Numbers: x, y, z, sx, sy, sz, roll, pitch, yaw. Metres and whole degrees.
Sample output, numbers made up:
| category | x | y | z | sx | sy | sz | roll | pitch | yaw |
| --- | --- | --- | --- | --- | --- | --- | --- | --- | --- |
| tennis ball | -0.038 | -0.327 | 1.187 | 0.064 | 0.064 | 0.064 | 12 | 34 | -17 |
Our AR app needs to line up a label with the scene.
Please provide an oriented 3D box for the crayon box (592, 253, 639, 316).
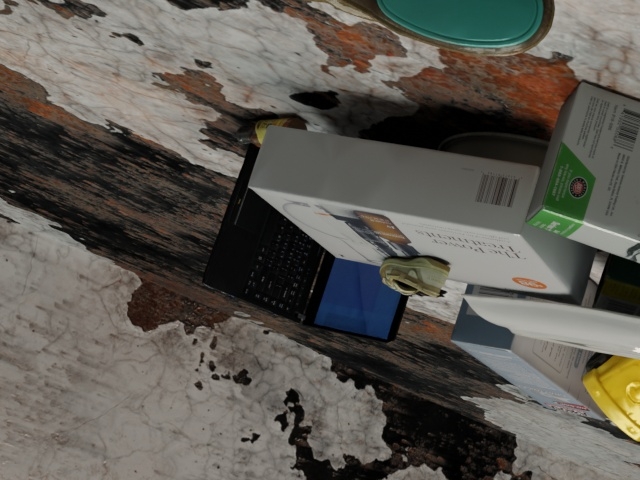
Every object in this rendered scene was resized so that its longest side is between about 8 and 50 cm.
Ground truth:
| category | x | y | z | sx | sy | sz | roll | pitch | yaw |
| --- | --- | --- | --- | --- | --- | --- | --- | --- | --- |
| crayon box | 0.552 | 0.084 | 1.966 | 0.318 | 0.081 | 0.202 | 17 | 168 | 10 |

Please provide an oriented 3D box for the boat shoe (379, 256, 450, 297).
| category | x | y | z | sx | sy | sz | roll | pitch | yaw |
| --- | --- | --- | --- | --- | --- | --- | --- | --- | --- |
| boat shoe | 0.119 | 0.054 | 1.869 | 0.056 | 0.048 | 0.153 | 23 | 167 | -25 |

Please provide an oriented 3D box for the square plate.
| category | x | y | z | sx | sy | sz | roll | pitch | yaw |
| --- | --- | --- | --- | --- | --- | --- | --- | --- | --- |
| square plate | 0.422 | 0.132 | 1.909 | 0.344 | 0.049 | 0.347 | 13 | 175 | -41 |

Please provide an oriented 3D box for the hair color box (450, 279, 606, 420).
| category | x | y | z | sx | sy | sz | roll | pitch | yaw |
| --- | --- | --- | --- | --- | --- | --- | --- | --- | --- |
| hair color box | 0.357 | 0.140 | 2.228 | 0.113 | 0.185 | 0.374 | 8 | 163 | 37 |

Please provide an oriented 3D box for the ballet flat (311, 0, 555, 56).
| category | x | y | z | sx | sy | sz | roll | pitch | yaw |
| --- | --- | --- | --- | --- | --- | --- | --- | --- | --- |
| ballet flat | 0.057 | -0.247 | 1.299 | 0.342 | 0.116 | 0.124 | 15 | -174 | 16 |

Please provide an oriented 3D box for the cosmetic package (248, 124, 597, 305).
| category | x | y | z | sx | sy | sz | roll | pitch | yaw |
| --- | --- | --- | --- | --- | --- | --- | --- | --- | --- |
| cosmetic package | 0.137 | -0.030 | 1.820 | 0.377 | 0.097 | 0.284 | 11 | 168 | 29 |

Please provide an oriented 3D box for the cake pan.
| category | x | y | z | sx | sy | sz | roll | pitch | yaw |
| --- | --- | --- | --- | --- | --- | --- | --- | --- | --- |
| cake pan | 0.286 | -0.056 | 1.832 | 0.293 | 0.054 | 0.293 | 17 | 167 | 4 |

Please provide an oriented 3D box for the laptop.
| category | x | y | z | sx | sy | sz | roll | pitch | yaw |
| --- | --- | --- | --- | --- | --- | --- | --- | --- | --- |
| laptop | 0.000 | 0.000 | 2.051 | 0.264 | 0.234 | 0.136 | 25 | 164 | -22 |

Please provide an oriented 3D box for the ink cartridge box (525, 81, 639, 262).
| category | x | y | z | sx | sy | sz | roll | pitch | yaw |
| --- | --- | --- | --- | --- | --- | --- | --- | --- | --- |
| ink cartridge box | 0.347 | -0.060 | 1.523 | 0.208 | 0.153 | 0.087 | 20 | 167 | -1 |

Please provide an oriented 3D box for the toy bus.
| category | x | y | z | sx | sy | sz | roll | pitch | yaw |
| --- | --- | --- | --- | --- | --- | --- | --- | --- | --- |
| toy bus | 0.542 | 0.172 | 2.175 | 0.149 | 0.220 | 0.211 | 47 | 136 | 4 |

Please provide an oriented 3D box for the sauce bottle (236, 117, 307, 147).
| category | x | y | z | sx | sy | sz | roll | pitch | yaw |
| --- | --- | --- | --- | --- | --- | --- | --- | --- | --- |
| sauce bottle | -0.071 | -0.149 | 1.966 | 0.042 | 0.042 | 0.128 | 29 | 162 | -38 |
